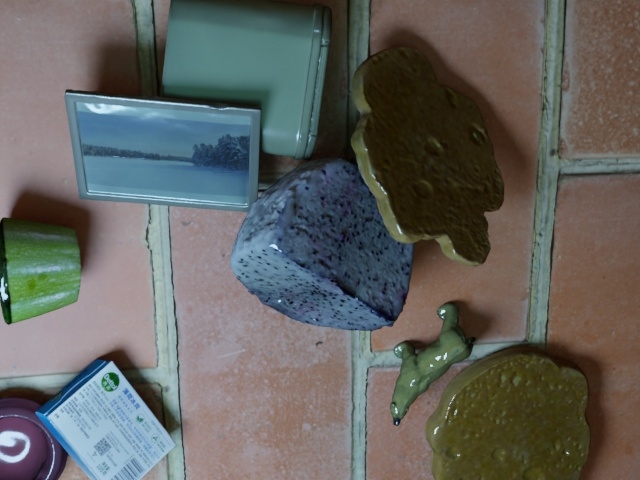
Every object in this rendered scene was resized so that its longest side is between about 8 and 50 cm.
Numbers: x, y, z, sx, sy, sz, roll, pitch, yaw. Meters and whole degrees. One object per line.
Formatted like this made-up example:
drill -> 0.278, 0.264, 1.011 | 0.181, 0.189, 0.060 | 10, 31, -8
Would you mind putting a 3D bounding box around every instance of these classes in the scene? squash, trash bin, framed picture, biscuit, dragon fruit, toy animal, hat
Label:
squash -> -0.447, 0.044, 1.439 | 0.122, 0.170, 0.170 | -3, 107, -23
trash bin -> -0.117, -0.258, 1.416 | 0.247, 0.121, 0.243 | 7, 106, -8
framed picture -> -0.238, -0.133, 1.413 | 0.289, 0.016, 0.213 | 5, 135, -2
biscuit -> 0.173, -0.130, 1.463 | 0.269, 0.051, 0.376 | -23, 89, -33
dragon fruit -> 0.000, 0.000, 1.472 | 0.283, 0.204, 0.221 | 31, 68, -29
biscuit -> 0.351, 0.368, 1.702 | 0.312, 0.057, 0.351 | -11, 106, -5
toy animal -> 0.190, 0.222, 1.611 | 0.218, 0.101, 0.103 | -40, 109, 4
hat -> -0.530, 0.358, 1.548 | 0.205, 0.089, 0.206 | -3, 100, -19

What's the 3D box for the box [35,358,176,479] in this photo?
box -> -0.359, 0.317, 1.543 | 0.139, 0.073, 0.194 | -43, 110, -28
